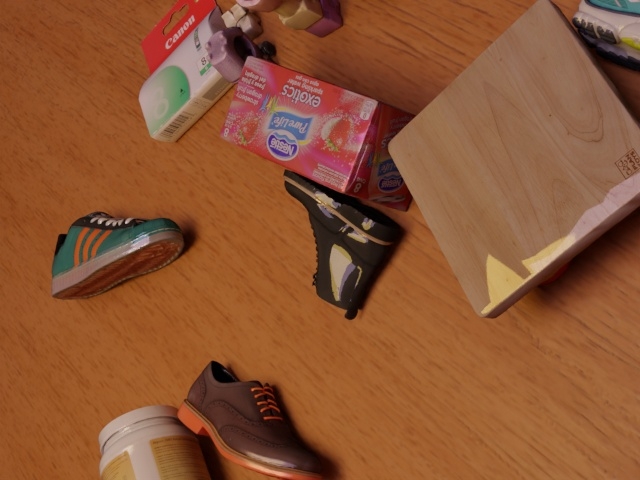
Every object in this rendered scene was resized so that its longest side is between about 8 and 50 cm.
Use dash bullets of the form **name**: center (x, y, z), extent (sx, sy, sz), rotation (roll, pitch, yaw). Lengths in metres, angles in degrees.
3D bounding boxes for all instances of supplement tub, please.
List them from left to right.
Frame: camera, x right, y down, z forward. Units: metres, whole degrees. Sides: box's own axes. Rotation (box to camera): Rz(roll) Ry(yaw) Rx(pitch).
- **supplement tub**: center (-0.220, 0.343, 1.463), extent (0.144, 0.144, 0.200), rotation (-42, 55, 28)

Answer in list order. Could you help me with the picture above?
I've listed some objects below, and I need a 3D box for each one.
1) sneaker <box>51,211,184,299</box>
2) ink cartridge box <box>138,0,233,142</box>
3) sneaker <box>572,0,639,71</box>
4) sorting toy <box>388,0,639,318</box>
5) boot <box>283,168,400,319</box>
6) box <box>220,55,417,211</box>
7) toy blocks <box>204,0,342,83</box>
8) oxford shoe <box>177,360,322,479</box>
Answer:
- **sneaker**: center (-0.331, 0.001, 1.668), extent (0.302, 0.108, 0.121), rotation (-21, 71, 39)
- **ink cartridge box**: center (-0.223, -0.293, 1.676), extent (0.181, 0.056, 0.225), rotation (-40, 58, 29)
- **sneaker**: center (0.382, -0.217, 1.076), extent (0.275, 0.107, 0.110), rotation (35, 92, 39)
- **sorting toy**: center (0.235, -0.084, 1.182), extent (0.255, 0.089, 0.257), rotation (-43, 55, 28)
- **boot**: center (0.000, 0.000, 1.394), extent (0.198, 0.077, 0.137), rotation (37, 110, 42)
- **box**: center (0.006, -0.141, 1.379), extent (0.257, 0.128, 0.123), rotation (27, 99, 42)
- **toy blocks**: center (-0.101, -0.417, 1.449), extent (0.309, 0.260, 0.289), rotation (-28, 63, 35)
- **oxford shoe**: center (-0.089, 0.238, 1.405), extent (0.271, 0.097, 0.098), rotation (22, 90, 43)
